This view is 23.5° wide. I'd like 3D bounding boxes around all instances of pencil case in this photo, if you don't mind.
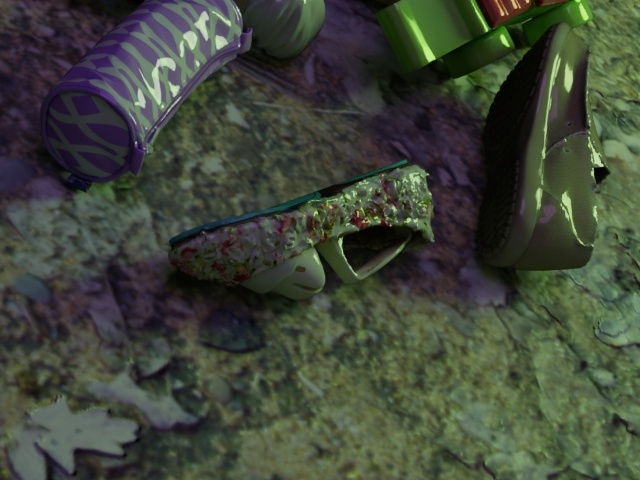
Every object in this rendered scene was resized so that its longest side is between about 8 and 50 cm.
[{"bbox_3d":[-0.130,-0.124,1.159,0.088,0.086,0.206,18,41,12],"label":"pencil case"}]

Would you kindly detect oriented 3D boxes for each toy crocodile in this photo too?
[{"bbox_3d":[0.176,-0.232,1.405,0.341,0.105,0.115,-26,94,-43],"label":"toy crocodile"}]

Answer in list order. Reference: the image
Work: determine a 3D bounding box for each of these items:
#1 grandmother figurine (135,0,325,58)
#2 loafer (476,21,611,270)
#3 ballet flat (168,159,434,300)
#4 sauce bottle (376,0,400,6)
[{"bbox_3d":[-0.143,-0.270,1.289,0.342,0.104,0.207,33,65,-4],"label":"grandmother figurine"},{"bbox_3d":[0.196,-0.073,1.308,0.092,0.102,0.268,26,53,-13],"label":"loafer"},{"bbox_3d":[0.000,0.000,1.132,0.241,0.091,0.077,-19,85,-37],"label":"ballet flat"},{"bbox_3d":[0.026,-0.252,1.409,0.128,0.042,0.042,20,43,-9],"label":"sauce bottle"}]
